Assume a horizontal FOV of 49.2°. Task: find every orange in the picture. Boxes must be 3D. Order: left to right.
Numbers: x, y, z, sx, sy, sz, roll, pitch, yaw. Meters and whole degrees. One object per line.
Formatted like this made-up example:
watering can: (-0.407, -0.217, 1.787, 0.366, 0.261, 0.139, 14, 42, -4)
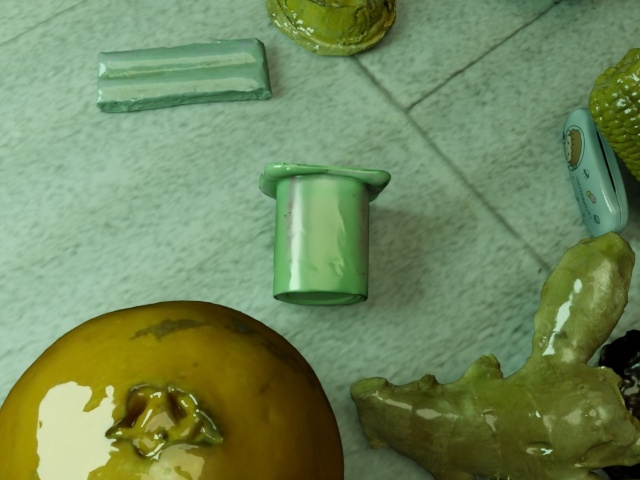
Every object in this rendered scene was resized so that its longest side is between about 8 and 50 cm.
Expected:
orange: (-0.132, 0.205, 0.628, 0.311, 0.312, 0.313, 2, 70, -6)

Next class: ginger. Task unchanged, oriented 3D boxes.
ginger: (0.243, 0.218, 0.736, 0.348, 0.122, 0.363, -28, 77, 11)

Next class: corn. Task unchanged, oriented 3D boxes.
corn: (0.472, -0.087, 0.871, 0.344, 0.131, 0.131, 47, 70, -10)

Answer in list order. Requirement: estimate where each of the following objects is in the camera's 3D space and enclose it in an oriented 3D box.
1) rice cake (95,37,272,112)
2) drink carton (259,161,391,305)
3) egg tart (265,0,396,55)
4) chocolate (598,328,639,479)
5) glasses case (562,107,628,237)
rice cake: (-0.178, -0.215, 0.910, 0.226, 0.040, 0.085, -8, 72, -10)
drink carton: (0.000, 0.000, 0.811, 0.145, 0.144, 0.143, 2, 79, -6)
egg tart: (0.018, -0.345, 0.968, 0.191, 0.074, 0.191, 3, 68, -9)
chocolate: (0.422, 0.191, 0.767, 0.206, 0.177, 0.224, -29, 75, -16)
glasses case: (0.359, -0.089, 0.918, 0.045, 0.067, 0.179, -5, 71, -8)
